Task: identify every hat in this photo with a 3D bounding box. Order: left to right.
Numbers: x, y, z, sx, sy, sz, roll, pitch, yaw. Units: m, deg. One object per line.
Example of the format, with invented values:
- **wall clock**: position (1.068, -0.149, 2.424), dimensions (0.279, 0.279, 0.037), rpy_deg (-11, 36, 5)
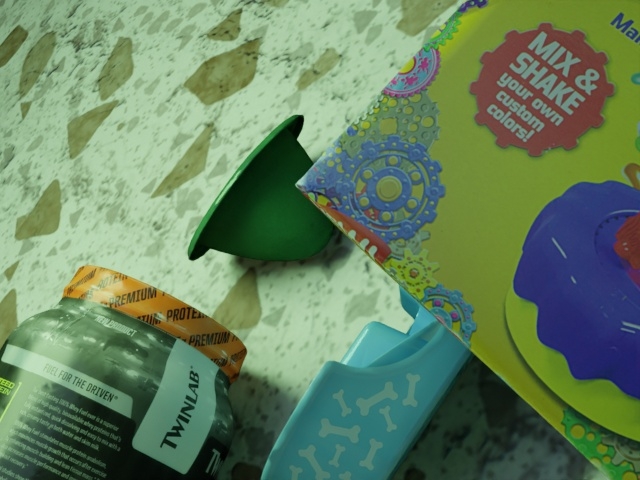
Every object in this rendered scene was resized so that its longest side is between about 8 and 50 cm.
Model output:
- **hat**: position (0.000, 0.000, 0.920), dimensions (0.173, 0.184, 0.208), rpy_deg (-52, -2, -14)

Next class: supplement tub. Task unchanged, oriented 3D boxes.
- **supplement tub**: position (-0.204, 0.204, 0.799), dimensions (0.207, 0.207, 0.337), rpy_deg (8, 66, 45)

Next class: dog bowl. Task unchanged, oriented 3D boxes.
- **dog bowl**: position (0.073, 0.068, 0.702), dimensions (0.074, 0.166, 0.297), rpy_deg (34, 82, 12)

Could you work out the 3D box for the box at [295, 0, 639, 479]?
- **box**: position (0.182, 0.036, 0.450), dimensions (0.177, 0.279, 0.290), rpy_deg (-47, 69, 2)
